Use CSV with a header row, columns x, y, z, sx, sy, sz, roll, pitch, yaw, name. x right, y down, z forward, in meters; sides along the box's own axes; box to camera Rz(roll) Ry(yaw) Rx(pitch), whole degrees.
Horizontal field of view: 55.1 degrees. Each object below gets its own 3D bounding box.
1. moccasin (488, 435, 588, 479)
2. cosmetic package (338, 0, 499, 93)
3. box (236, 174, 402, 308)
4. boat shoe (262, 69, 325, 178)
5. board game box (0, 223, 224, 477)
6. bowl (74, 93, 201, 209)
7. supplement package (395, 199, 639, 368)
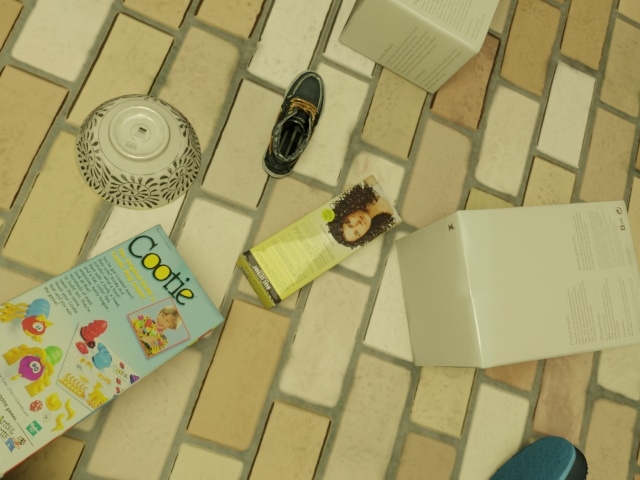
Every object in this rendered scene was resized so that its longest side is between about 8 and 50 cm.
x,y,z,sx,sy,sz,roll,pitch,yaw,name
0.259,0.430,0.847,0.117,0.138,0.342,41,85,-10,moccasin
0.154,-0.357,0.950,0.184,0.151,0.151,27,72,-11,cosmetic package
0.000,0.000,0.880,0.232,0.058,0.087,-34,90,-19,box
-0.028,-0.181,0.895,0.065,0.083,0.183,22,73,-11,boat shoe
-0.274,0.120,0.685,0.275,0.142,0.144,-33,89,-40,board game box
-0.243,-0.132,0.824,0.170,0.080,0.170,3,77,-15,bowl
0.277,0.066,0.874,0.263,0.198,0.199,-4,81,-18,supplement package
